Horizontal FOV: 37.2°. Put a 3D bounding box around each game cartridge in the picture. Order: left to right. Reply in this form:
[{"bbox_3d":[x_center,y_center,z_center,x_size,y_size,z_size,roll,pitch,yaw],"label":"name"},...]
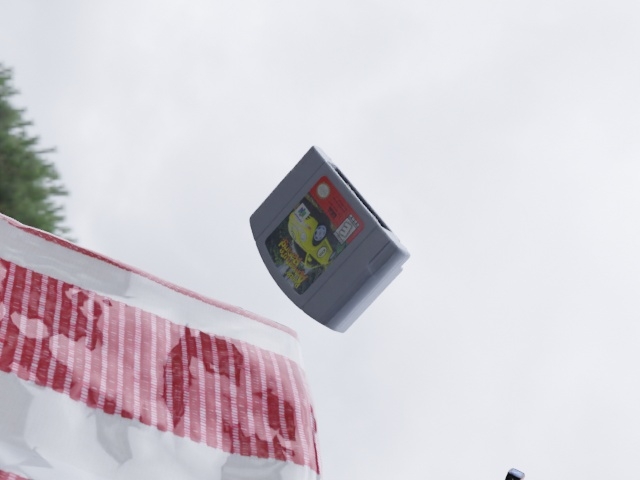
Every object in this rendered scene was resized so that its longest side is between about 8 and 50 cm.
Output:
[{"bbox_3d":[0.000,0.000,1.521,0.196,0.060,0.294,-51,-132,15],"label":"game cartridge"}]

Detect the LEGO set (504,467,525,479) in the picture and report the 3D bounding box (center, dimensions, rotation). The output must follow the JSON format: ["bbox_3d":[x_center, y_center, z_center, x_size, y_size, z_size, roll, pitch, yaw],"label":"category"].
[{"bbox_3d":[0.276,0.370,1.192,0.244,0.182,0.060,37,-62,55],"label":"LEGO set"}]

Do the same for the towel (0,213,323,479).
[{"bbox_3d":[-0.099,0.088,0.350,0.037,0.237,0.329,-59,-163,23],"label":"towel"}]
